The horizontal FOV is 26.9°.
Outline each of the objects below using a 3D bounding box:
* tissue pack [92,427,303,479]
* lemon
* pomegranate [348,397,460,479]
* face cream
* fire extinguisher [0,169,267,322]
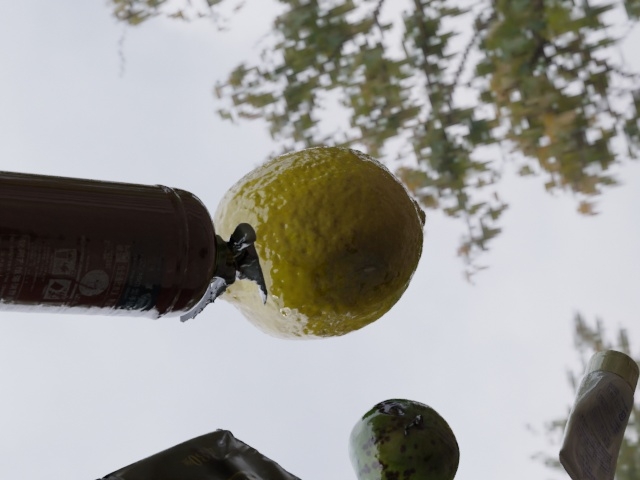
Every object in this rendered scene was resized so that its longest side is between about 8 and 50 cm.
[{"bbox_3d":[-0.137,0.283,0.907,0.370,0.198,0.210,-15,-55,-59],"label":"tissue pack"},{"bbox_3d":[0.000,0.000,1.727,0.310,0.253,0.253,-19,-85,-20],"label":"lemon"},{"bbox_3d":[0.079,0.240,1.432,0.122,0.161,0.122,24,-147,-16],"label":"pomegranate"},{"bbox_3d":[0.352,0.237,1.708,0.114,0.070,0.224,51,-139,-20],"label":"face cream"},{"bbox_3d":[-0.173,0.015,0.988,0.344,0.138,0.102,5,-130,-33],"label":"fire extinguisher"}]
